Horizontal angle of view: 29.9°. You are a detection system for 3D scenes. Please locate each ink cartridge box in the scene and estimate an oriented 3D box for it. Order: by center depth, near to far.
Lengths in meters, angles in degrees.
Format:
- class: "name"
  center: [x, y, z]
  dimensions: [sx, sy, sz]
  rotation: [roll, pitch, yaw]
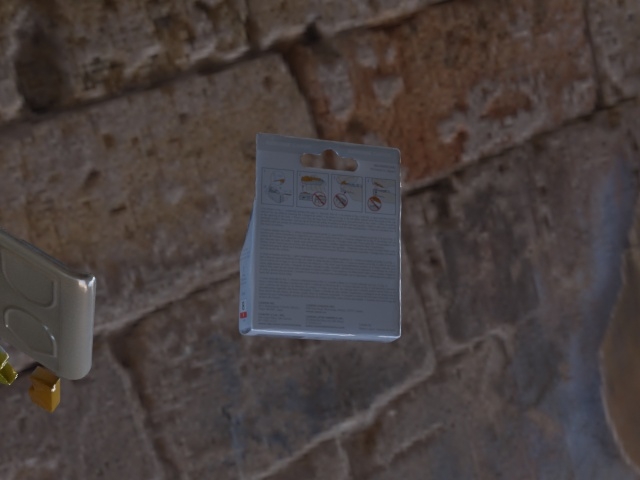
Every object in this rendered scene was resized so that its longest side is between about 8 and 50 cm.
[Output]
- class: "ink cartridge box"
  center: [0.000, 0.000, 1.089]
  dimensions: [0.145, 0.179, 0.045]
  rotation: [5, 166, -19]

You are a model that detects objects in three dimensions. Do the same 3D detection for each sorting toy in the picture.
- class: "sorting toy"
  center: [-0.362, 0.075, 1.383]
  dimensions: [0.229, 0.307, 0.041]
  rotation: [27, -128, 8]
